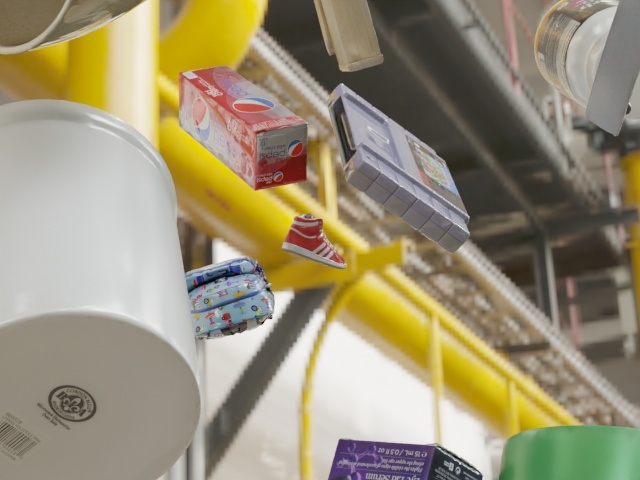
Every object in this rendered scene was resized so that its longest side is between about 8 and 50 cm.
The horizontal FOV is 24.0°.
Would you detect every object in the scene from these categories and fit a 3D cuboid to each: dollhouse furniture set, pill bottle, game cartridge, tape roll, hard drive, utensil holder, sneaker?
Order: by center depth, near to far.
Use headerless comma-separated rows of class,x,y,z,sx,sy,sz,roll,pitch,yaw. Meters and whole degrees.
tape roll,0.359,0.289,1.681,0.321,0.077,0.321,11,-21,4
utensil holder,-0.307,0.073,1.751,0.327,0.385,0.328,-7,-52,-9
hard drive,0.379,-0.255,1.815,0.054,0.255,0.172,19,10,9
dollhouse furniture set,0.176,-0.351,1.983,0.355,0.174,0.303,-16,8,-5
pill bottle,0.417,-0.264,2.173,0.162,0.162,0.278,1,15,-8
sneaker,0.000,0.000,2.231,0.118,0.067,0.042,21,-5,-38
game cartridge,0.127,-0.125,2.476,0.230,0.355,0.068,30,-71,-18

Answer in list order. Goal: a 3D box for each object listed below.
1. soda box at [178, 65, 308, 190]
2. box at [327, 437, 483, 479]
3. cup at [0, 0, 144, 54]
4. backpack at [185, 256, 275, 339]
soda box,-0.114,-0.163,2.136,0.083,0.263,0.092,-11,-61,-26
box,0.082,0.348,1.765,0.153,0.207,0.108,-4,-29,40
cup,-0.273,-0.387,1.726,0.237,0.331,0.331,-12,-10,-44
backpack,-0.152,0.096,2.415,0.158,0.117,0.173,-16,4,-2
